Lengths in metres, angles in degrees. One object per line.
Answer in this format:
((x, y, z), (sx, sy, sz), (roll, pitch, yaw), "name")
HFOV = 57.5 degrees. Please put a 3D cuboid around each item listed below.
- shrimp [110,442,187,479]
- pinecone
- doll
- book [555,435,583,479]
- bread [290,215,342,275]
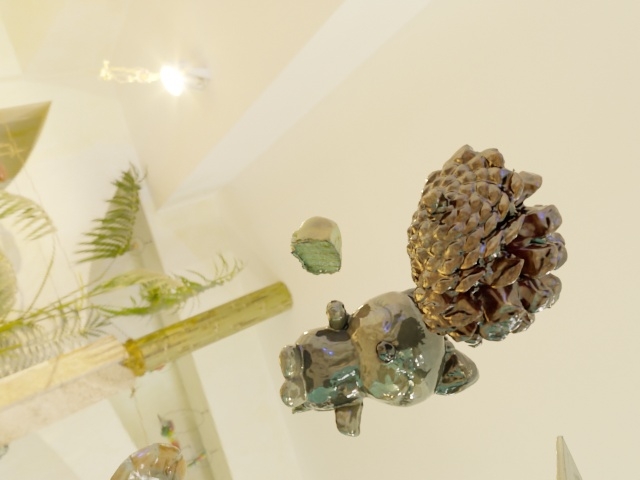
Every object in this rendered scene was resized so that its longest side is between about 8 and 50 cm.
((-0.292, 0.441, 0.914), (0.059, 0.145, 0.254), (22, -91, 44), "shrimp")
((0.260, 0.021, 0.922), (0.242, 0.298, 0.295), (-2, -37, 24), "pinecone")
((0.106, 0.215, 1.209), (0.378, 0.383, 0.252), (-98, 176, -82), "doll")
((0.438, 0.487, 0.928), (0.025, 0.215, 0.282), (-24, -86, 24), "book")
((-0.001, -0.004, 1.232), (0.156, 0.103, 0.110), (73, 23, -61), "bread")
